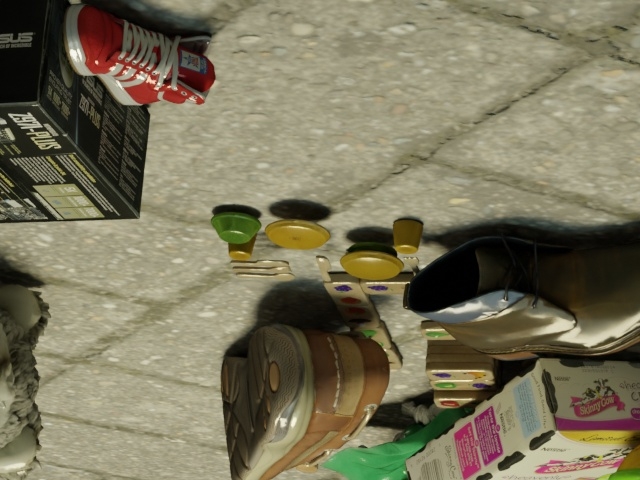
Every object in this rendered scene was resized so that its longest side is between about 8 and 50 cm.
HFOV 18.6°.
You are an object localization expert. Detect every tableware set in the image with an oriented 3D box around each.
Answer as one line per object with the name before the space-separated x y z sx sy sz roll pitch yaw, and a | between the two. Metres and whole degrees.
tableware set | 0.000 0.000 1.442 0.154 0.024 0.104 1 156 11

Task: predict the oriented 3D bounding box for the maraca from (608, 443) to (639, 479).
maraca | 0.322 0.205 1.605 0.127 0.099 0.186 15 166 -37

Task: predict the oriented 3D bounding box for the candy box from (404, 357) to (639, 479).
candy box | 0.202 0.184 1.731 0.159 0.071 0.233 3 150 -29

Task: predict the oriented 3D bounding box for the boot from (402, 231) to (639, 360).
boot | 0.164 0.037 1.415 0.106 0.082 0.219 19 152 -41

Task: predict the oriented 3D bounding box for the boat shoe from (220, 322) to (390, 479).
boat shoe | -0.016 0.147 1.698 0.116 0.123 0.324 -3 170 -13

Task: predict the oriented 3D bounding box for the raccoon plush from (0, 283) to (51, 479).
raccoon plush | -0.423 0.083 1.625 0.299 0.216 0.446 2 -166 -36

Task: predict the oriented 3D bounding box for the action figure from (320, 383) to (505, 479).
action figure | 0.114 0.187 1.858 0.137 0.063 0.232 15 151 -24

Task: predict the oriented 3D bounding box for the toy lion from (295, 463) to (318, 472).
toy lion | -0.050 0.207 1.992 0.100 0.034 0.096 -7 150 28

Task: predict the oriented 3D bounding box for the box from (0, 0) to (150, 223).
box | -0.203 -0.077 1.187 0.147 0.077 0.180 -2 159 15

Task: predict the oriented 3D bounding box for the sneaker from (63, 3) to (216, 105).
sneaker | -0.102 -0.109 1.137 0.067 0.042 0.118 1 167 17

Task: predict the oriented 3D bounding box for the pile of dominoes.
pile of dominoes | 0.119 0.087 1.623 0.196 0.040 0.251 -1 159 12
